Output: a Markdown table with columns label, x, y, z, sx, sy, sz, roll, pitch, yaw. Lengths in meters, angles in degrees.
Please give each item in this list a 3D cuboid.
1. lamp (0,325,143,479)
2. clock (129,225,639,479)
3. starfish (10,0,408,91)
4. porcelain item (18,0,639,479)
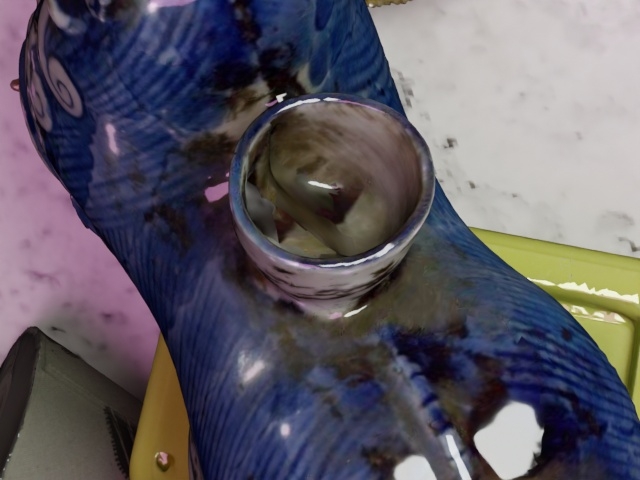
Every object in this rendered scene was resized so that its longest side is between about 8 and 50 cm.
| label | x | y | z | sx | sy | sz | roll | pitch | yaw |
| --- | --- | --- | --- | --- | --- | --- | --- | --- | --- |
| lamp | -0.158 | 0.085 | 0.626 | 0.214 | 0.121 | 0.121 | 23 | 115 | -18 |
| clock | 0.038 | 0.068 | 0.579 | 0.202 | 0.096 | 0.143 | 12 | 76 | 3 |
| starfish | -0.044 | -0.131 | 0.557 | 0.213 | 0.057 | 0.238 | 36 | 113 | 1 |
| porcelain item | 0.000 | 0.000 | 0.457 | 0.138 | 0.186 | 0.288 | -24 | 73 | -11 |
